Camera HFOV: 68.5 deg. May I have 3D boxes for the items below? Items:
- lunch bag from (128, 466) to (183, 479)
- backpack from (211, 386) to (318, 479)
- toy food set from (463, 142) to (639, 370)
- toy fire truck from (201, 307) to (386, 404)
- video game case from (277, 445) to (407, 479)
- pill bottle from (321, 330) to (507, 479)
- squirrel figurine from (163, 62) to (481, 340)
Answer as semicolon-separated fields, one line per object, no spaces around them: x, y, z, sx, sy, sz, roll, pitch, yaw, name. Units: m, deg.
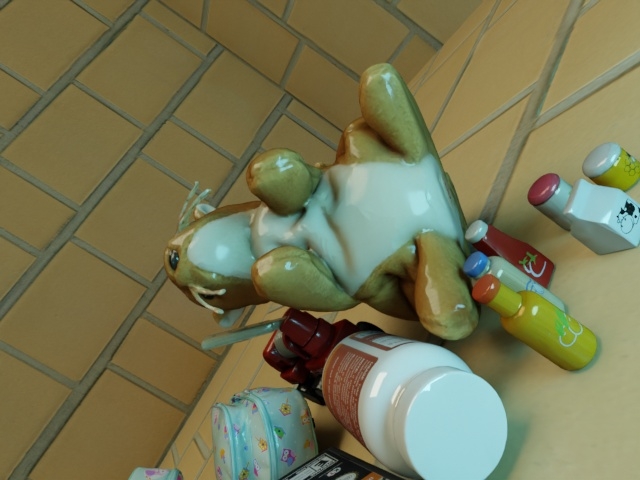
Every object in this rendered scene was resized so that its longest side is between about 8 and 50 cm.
-0.306;0.576;0.829;0.224;0.107;0.279;-105;16;-76;lunch bag
-0.085;0.308;0.712;0.188;0.144;0.166;-29;64;53;backpack
0.208;-0.008;0.442;0.232;0.104;0.111;-60;9;-19;toy food set
-0.055;0.172;0.762;0.159;0.246;0.217;-60;9;-26;toy fire truck
-0.045;0.260;0.344;0.274;0.035;0.248;-22;-2;-26;video game case
0.082;0.160;0.472;0.121;0.121;0.216;-58;9;-12;pill bottle
0.000;0.000;0.649;0.370;0.281;0.397;-20;-4;21;squirrel figurine
